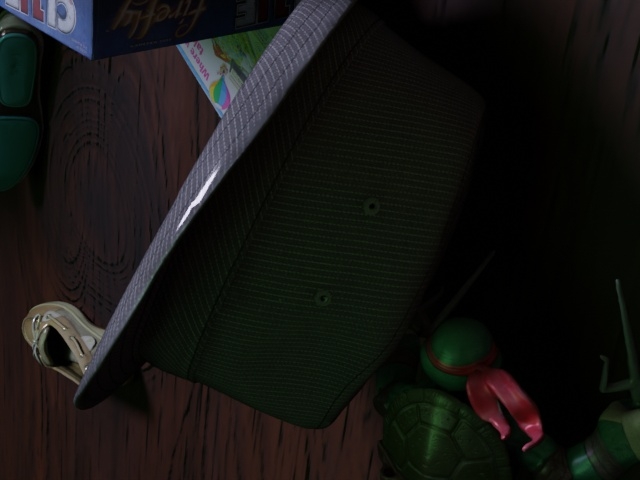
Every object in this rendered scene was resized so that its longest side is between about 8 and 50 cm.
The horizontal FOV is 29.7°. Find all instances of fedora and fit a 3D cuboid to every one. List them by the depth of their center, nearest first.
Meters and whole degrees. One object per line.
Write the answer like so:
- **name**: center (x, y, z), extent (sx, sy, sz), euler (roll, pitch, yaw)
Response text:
- **fedora**: center (0.000, 0.000, 0.633), extent (0.124, 0.244, 0.275), euler (31, 94, 4)

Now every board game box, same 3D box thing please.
- **board game box**: center (-0.129, -0.174, 0.692), extent (0.243, 0.165, 0.042), euler (33, 127, 38)
- **board game box**: center (-0.068, -0.164, 0.777), extent (0.154, 0.026, 0.103), euler (58, 139, 15)

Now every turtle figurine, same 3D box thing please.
- **turtle figurine**: center (0.082, 0.107, 0.651), extent (0.175, 0.118, 0.234), euler (31, 132, 38)

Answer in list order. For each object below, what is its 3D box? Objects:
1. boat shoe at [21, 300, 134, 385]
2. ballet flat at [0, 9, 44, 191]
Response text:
- **boat shoe**: center (-0.221, 0.093, 1.044), extent (0.153, 0.048, 0.056), euler (23, 121, 42)
- **ballet flat**: center (-0.257, -0.119, 1.010), extent (0.052, 0.057, 0.168), euler (-109, 32, -48)
